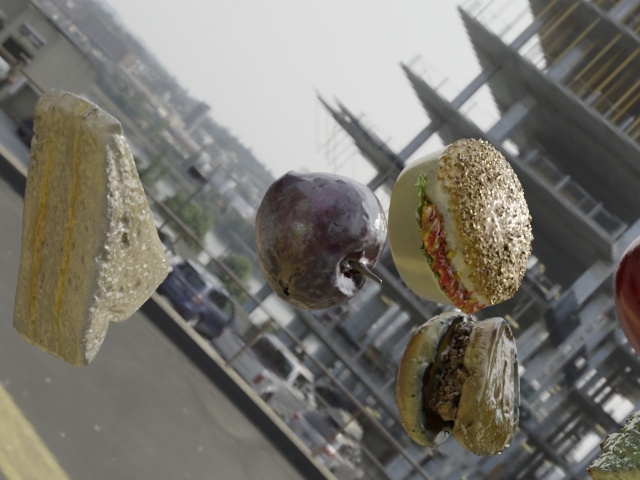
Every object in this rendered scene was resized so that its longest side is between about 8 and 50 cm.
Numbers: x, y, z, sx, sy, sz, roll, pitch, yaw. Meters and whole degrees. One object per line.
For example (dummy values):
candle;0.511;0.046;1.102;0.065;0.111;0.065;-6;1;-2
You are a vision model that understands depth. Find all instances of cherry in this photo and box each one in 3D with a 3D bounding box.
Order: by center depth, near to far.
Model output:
cherry;-0.006;-0.004;1.306;0.195;0.195;0.195;45;0;0

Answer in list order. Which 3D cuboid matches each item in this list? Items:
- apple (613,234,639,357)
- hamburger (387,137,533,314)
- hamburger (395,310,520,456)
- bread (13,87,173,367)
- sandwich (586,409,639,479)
apple;0.497;0.068;1.184;0.216;0.260;0.260;26;13;-43
hamburger;0.241;-0.023;1.555;0.179;0.294;0.276;-7;-55;38
hamburger;0.163;0.166;1.114;0.185;0.113;0.177;-36;120;-60
bread;-0.166;-0.007;0.622;0.077;0.105;0.152;23;-34;30
sandwich;0.505;0.305;1.105;0.262;0.131;0.325;45;-22;-3
